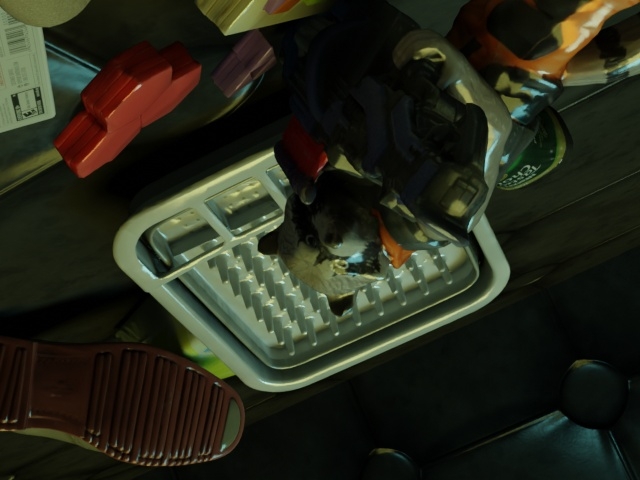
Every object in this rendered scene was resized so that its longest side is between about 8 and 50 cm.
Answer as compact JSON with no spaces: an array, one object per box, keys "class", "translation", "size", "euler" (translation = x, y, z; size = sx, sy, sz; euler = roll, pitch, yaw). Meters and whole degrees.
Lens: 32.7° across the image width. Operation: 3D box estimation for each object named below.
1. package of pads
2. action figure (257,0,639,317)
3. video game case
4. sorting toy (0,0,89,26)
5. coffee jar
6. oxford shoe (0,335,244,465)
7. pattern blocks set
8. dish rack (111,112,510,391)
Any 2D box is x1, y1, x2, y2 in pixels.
[{"class":"package of pads","translation":[-0.080,0.075,1.250],"size":[0.229,0.101,0.296],"euler":[-11,162,-34]},{"class":"action figure","translation":[0.103,-0.074,0.609],"size":[0.330,0.178,0.341],"euler":[-42,-155,15]},{"class":"video game case","translation":[-0.226,-0.089,0.615],"size":[0.143,0.019,0.157],"euler":[-18,166,-15]},{"class":"sorting toy","translation":[-0.073,-0.184,0.364],"size":[0.196,0.047,0.347],"euler":[-50,165,-6]},{"class":"coffee jar","translation":[0.169,-0.094,1.060],"size":[0.096,0.079,0.184],"euler":[-33,163,34]},{"class":"oxford shoe","translation":[-0.251,0.160,1.161],"size":[0.348,0.123,0.130],"euler":[17,169,-24]},{"class":"pattern blocks set","translation":[0.026,-0.164,0.501],"size":[0.325,0.026,0.285],"euler":[-45,176,42]},{"class":"dish rack","translation":[0.000,0.000,0.977],"size":[0.286,0.072,0.333],"euler":[-26,141,9]}]
